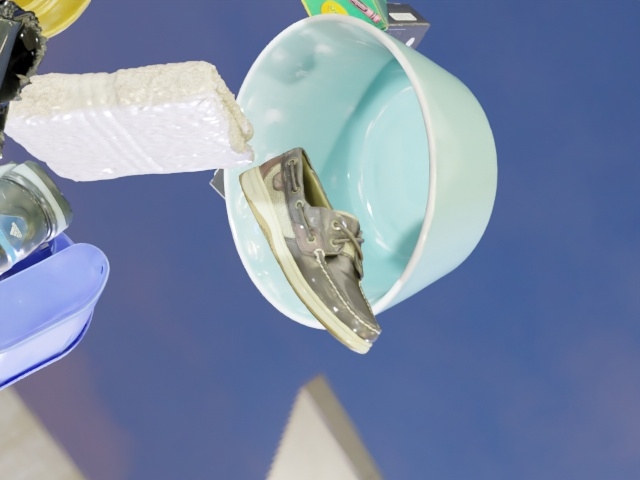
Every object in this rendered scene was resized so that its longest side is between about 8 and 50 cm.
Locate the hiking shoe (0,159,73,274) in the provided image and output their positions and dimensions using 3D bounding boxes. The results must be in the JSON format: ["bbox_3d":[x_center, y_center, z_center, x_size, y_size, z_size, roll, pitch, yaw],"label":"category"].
[{"bbox_3d":[-0.394,-0.002,1.676,0.304,0.132,0.113,-18,-71,44],"label":"hiking shoe"}]

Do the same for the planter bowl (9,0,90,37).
[{"bbox_3d":[-0.343,-0.321,1.736,0.090,0.217,0.217,9,-54,47],"label":"planter bowl"}]

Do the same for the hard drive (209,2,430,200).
[{"bbox_3d":[-0.001,-0.203,2.396,0.064,0.237,0.339,44,-63,19],"label":"hard drive"}]

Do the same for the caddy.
[{"bbox_3d":[-0.445,0.068,2.142,0.241,0.341,0.179,55,-36,10],"label":"caddy"}]

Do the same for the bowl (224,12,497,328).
[{"bbox_3d":[0.059,-0.070,1.654,0.311,0.163,0.311,3,-86,48],"label":"bowl"}]

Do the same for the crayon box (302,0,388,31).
[{"bbox_3d":[-0.014,-0.372,1.890,0.278,0.081,0.165,62,10,-19],"label":"crayon box"}]

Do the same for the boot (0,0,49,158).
[{"bbox_3d":[-0.267,-0.080,1.203,0.094,0.207,0.246,17,0,-10],"label":"boot"}]

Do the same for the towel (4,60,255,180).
[{"bbox_3d":[-0.162,-0.103,1.409,0.282,0.187,0.049,65,19,-81],"label":"towel"}]

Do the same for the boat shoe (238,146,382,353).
[{"bbox_3d":[0.000,0.000,1.416,0.080,0.073,0.223,38,15,-49],"label":"boat shoe"}]
